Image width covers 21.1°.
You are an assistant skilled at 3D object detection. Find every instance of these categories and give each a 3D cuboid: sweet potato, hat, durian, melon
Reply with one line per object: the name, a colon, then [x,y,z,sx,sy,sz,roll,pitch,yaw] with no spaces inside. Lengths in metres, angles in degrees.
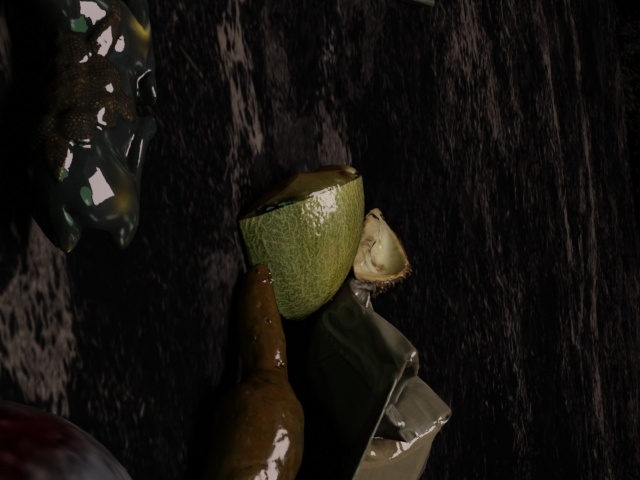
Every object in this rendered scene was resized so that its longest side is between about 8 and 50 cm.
sweet potato: [-0.046,0.133,1.288,0.075,0.075,0.269,65,25,-48]
hat: [0.015,0.163,1.478,0.244,0.149,0.214,-50,158,-10]
durian: [0.051,0.019,1.655,0.066,0.052,0.130,40,31,-10]
melon: [0.000,0.000,1.426,0.160,0.079,0.128,-37,121,-68]

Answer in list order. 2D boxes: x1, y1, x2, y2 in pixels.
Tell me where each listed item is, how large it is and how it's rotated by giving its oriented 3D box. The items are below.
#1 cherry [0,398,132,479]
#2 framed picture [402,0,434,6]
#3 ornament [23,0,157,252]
cherry: [-0.176,0.188,0.696,0.255,0.218,0.296,-56,150,-59]
framed picture: [0.076,-0.343,1.776,0.260,0.023,0.189,-13,99,-71]
ornament: [-0.170,-0.119,0.965,0.236,0.080,0.202,57,33,-60]
